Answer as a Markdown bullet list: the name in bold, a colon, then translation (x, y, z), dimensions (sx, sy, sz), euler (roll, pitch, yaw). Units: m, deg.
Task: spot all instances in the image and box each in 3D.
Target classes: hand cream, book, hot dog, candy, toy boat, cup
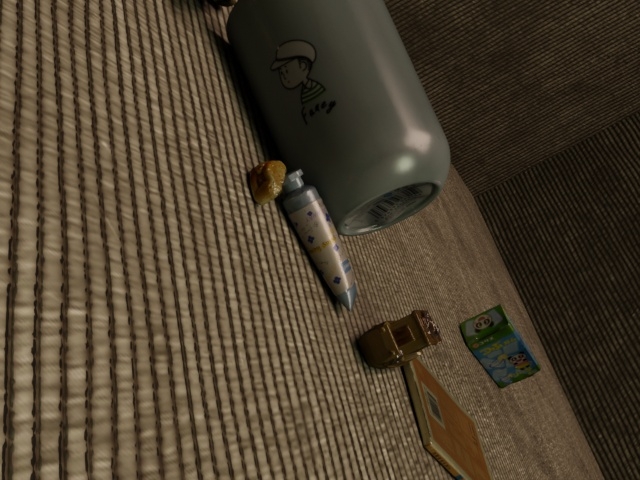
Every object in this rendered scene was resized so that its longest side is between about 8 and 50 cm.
- **hand cream**: translation (0.000, 0.000, 1.004), dimensions (0.170, 0.043, 0.065), euler (64, 14, -9)
- **book**: translation (0.177, 0.260, 1.185), dimensions (0.241, 0.018, 0.170), euler (50, 19, -39)
- **hot dog**: translation (-0.059, -0.069, 0.946), dimensions (0.034, 0.030, 0.090), euler (52, 16, -17)
- **candy**: translation (0.368, 0.219, 1.779), dimensions (0.194, 0.097, 0.062), euler (50, 19, -41)
- **toy boat**: translation (0.101, 0.119, 1.057), dimensions (0.057, 0.077, 0.200), euler (66, 14, 11)
- **cup**: translation (0.028, -0.175, 1.099), dimensions (0.312, 0.205, 0.205), euler (67, 15, 18)

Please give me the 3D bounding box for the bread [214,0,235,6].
- **bread**: translation (-0.134, -0.405, 1.069), dimensions (0.204, 0.162, 0.262), euler (46, 4, -16)
